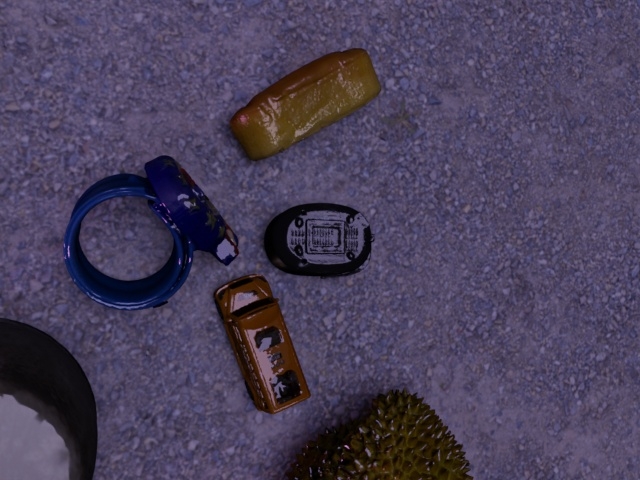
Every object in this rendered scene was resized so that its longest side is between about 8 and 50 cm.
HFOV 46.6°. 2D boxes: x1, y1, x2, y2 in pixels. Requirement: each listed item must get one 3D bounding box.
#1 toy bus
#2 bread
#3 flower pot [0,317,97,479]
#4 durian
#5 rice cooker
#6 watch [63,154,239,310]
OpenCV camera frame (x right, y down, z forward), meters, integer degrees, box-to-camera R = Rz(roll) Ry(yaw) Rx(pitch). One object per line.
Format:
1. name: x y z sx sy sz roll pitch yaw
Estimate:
1. toy bus: -0.082 0.147 1.075 0.083 0.088 0.194 -22 95 -20
2. bread: -0.022 -0.210 1.113 0.245 0.102 0.094 -32 106 -18
3. flower pot: -0.387 0.235 0.827 0.293 0.330 0.294 2 85 -22
4. durian: 0.085 0.349 1.054 0.293 0.258 0.258 -45 103 -22
5. rice cooker: 0.000 0.000 1.107 0.165 0.106 0.112 -1 84 -10
6. watch: -0.234 -0.003 0.998 0.200 0.171 0.196 -35 101 -4
